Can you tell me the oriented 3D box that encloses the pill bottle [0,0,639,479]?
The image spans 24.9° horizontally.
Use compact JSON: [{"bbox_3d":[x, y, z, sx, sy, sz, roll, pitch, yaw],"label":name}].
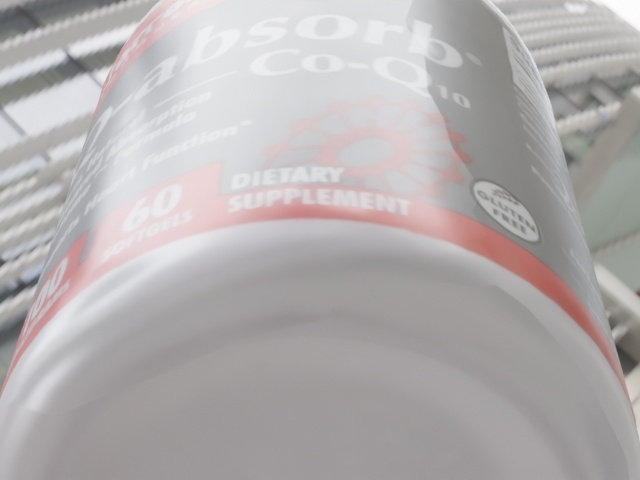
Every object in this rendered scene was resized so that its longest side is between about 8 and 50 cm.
[{"bbox_3d":[0.000,0.000,0.595,0.210,0.210,0.363,-60,15,28],"label":"pill bottle"}]
